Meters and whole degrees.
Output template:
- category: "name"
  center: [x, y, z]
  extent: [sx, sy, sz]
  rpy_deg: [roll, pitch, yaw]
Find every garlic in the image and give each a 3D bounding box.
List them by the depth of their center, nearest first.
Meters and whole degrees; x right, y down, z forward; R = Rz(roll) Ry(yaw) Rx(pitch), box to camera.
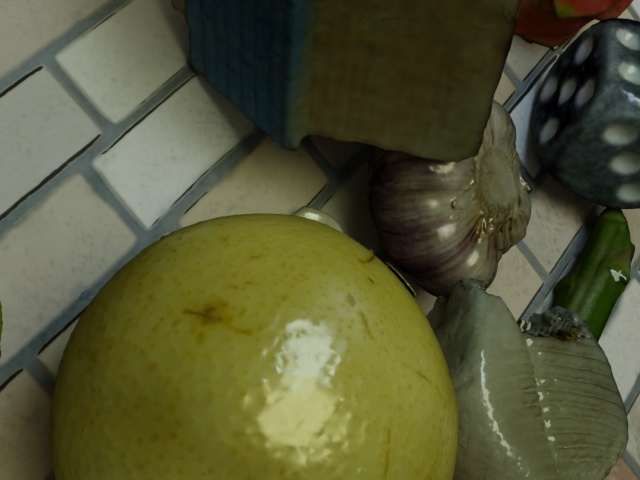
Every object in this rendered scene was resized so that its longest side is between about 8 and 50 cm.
- category: "garlic"
  center: [0.000, 0.000, 1.054]
  extent: [0.053, 0.041, 0.083]
  rpy_deg: [-20, 81, -23]
- category: "garlic"
  center: [0.133, -0.052, 1.092]
  extent: [0.245, 0.161, 0.244]
  rpy_deg: [18, 68, -52]

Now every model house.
- category: "model house"
  center: [0.033, -0.332, 0.952]
  extent: [0.343, 0.334, 0.382]
  rpy_deg: [10, 53, 5]

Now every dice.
- category: "dice"
  center: [0.393, -0.161, 1.248]
  extent: [0.182, 0.183, 0.181]
  rpy_deg: [20, 53, -14]

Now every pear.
- category: "pear"
  center: [-0.052, 0.149, 0.801]
  extent: [0.348, 0.348, 0.348]
  rpy_deg: [9, 72, -32]

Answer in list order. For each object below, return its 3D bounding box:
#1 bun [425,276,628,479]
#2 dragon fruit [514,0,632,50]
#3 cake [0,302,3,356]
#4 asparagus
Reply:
- category: "bun"
  center: [0.185, 0.194, 1.026]
  extent: [0.282, 0.205, 0.281]
  rpy_deg: [18, 59, -32]
- category: "dragon fruit"
  center: [0.338, -0.428, 1.281]
  extent: [0.306, 0.226, 0.305]
  rpy_deg: [8, 74, -30]
- category: "cake"
  center: [-0.354, 0.071, 0.672]
  extent: [0.260, 0.156, 0.179]
  rpy_deg: [24, 70, -68]
- category: "asparagus"
  center: [0.341, 0.077, 1.240]
  extent: [0.085, 0.082, 0.343]
  rpy_deg: [27, 56, 15]
